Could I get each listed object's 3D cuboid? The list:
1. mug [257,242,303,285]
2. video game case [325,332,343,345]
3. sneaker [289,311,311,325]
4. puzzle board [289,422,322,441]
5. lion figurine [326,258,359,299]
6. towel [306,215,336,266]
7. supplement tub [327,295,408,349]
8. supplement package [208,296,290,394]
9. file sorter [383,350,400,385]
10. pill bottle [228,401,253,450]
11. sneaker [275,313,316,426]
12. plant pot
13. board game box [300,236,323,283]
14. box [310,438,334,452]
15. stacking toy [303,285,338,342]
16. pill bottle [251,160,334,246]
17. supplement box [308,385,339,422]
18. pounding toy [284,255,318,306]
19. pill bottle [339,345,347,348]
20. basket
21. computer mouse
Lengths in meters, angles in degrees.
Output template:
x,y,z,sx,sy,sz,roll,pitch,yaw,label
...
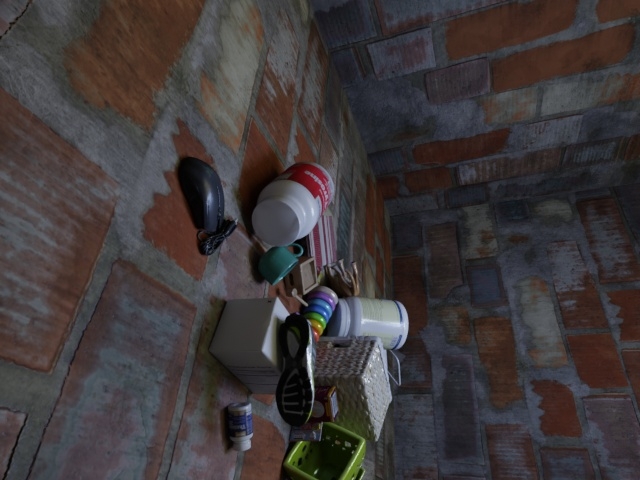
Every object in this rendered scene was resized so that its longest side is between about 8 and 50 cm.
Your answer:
x,y,z,sx,sy,sz,roll,pitch,yaw,label
-0.149,0.074,1.457,0.097,0.129,0.158,45,50,5,mug
0.174,0.442,2.100,0.269,0.245,0.061,-61,167,-60,video game case
-0.105,0.368,1.568,0.236,0.095,0.104,-80,148,-52,sneaker
-0.053,0.693,1.523,0.011,0.128,0.096,56,32,-37,puzzle board
0.121,0.222,2.056,0.392,0.142,0.239,-149,-137,-85,lion figurine
0.000,0.000,1.897,0.329,0.038,0.236,-5,88,-70,towel
0.215,0.382,1.911,0.235,0.326,0.235,-172,-90,-74,supplement tub
-0.170,0.326,1.248,0.292,0.176,0.177,65,28,-42,supplement package
0.231,0.647,2.026,0.173,0.278,0.192,-132,-148,-62,file sorter
-0.228,0.530,1.172,0.067,0.067,0.120,14,69,-70,pill bottle
-0.052,0.362,1.156,0.121,0.111,0.299,35,57,-68,sneaker
0.030,0.836,1.504,0.227,0.229,0.206,-40,129,-45,plant pot
-0.043,0.065,1.890,0.194,0.060,0.194,-76,151,-46,board game box
0.012,0.899,1.763,0.190,0.045,0.184,-59,135,-60,box
-0.033,0.348,1.735,0.330,0.141,0.141,-64,142,-48,stacking toy
-0.100,-0.141,1.543,0.407,0.229,0.228,-60,139,-61,pill bottle
-0.036,0.599,1.510,0.081,0.189,0.103,-22,104,-72,supplement box
-0.099,0.176,1.653,0.206,0.094,0.180,-27,113,-60,pounding toy
0.183,0.537,2.221,0.271,0.153,0.152,-79,154,-43,pill bottle
0.092,0.593,1.678,0.266,0.329,0.330,-47,128,-63,basket
-0.309,-0.111,1.172,0.188,0.072,0.271,-61,139,-59,computer mouse
